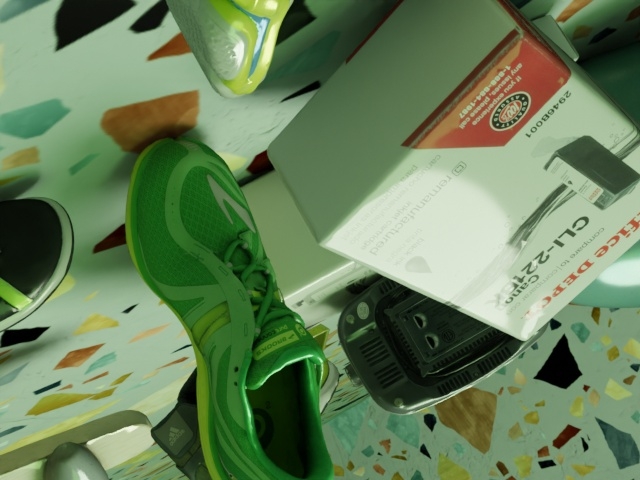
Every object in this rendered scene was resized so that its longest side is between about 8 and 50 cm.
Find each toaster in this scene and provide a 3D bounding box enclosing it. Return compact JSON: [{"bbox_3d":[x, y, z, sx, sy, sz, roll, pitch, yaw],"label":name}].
[{"bbox_3d":[0.125,0.078,0.988,0.227,0.129,0.146,-31,171,-2],"label":"toaster"}]

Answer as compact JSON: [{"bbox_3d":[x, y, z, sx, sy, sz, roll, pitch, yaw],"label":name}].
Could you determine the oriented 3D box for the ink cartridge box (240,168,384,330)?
[{"bbox_3d":[0.000,0.000,0.974,0.283,0.117,0.207,-28,166,-1],"label":"ink cartridge box"}]

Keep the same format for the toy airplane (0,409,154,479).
[{"bbox_3d":[-0.385,0.290,0.953,0.386,0.272,0.384,-32,165,18],"label":"toy airplane"}]

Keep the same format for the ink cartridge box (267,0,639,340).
[{"bbox_3d":[0.130,-0.054,0.766,0.197,0.114,0.273,-46,137,19],"label":"ink cartridge box"}]

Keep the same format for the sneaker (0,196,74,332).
[{"bbox_3d":[-0.269,0.030,0.638,0.234,0.084,0.097,-24,164,-16],"label":"sneaker"}]

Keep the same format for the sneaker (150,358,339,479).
[{"bbox_3d":[-0.065,0.153,0.956,0.111,0.121,0.300,-52,179,12],"label":"sneaker"}]

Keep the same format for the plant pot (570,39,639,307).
[{"bbox_3d":[0.311,-0.062,1.050,0.235,0.293,0.293,-12,164,-8],"label":"plant pot"}]

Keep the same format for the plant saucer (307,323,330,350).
[{"bbox_3d":[-0.082,0.185,1.631,0.188,0.045,0.188,-26,165,-10],"label":"plant saucer"}]

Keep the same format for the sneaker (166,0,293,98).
[{"bbox_3d":[-0.012,-0.153,0.463,0.126,0.091,0.240,-26,165,-11],"label":"sneaker"}]

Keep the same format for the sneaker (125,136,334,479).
[{"bbox_3d":[-0.052,0.059,0.752,0.109,0.296,0.123,-25,-170,-38],"label":"sneaker"}]

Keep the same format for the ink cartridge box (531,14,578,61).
[{"bbox_3d":[0.164,-0.142,0.917,0.088,0.052,0.122,-23,166,-22],"label":"ink cartridge box"}]
